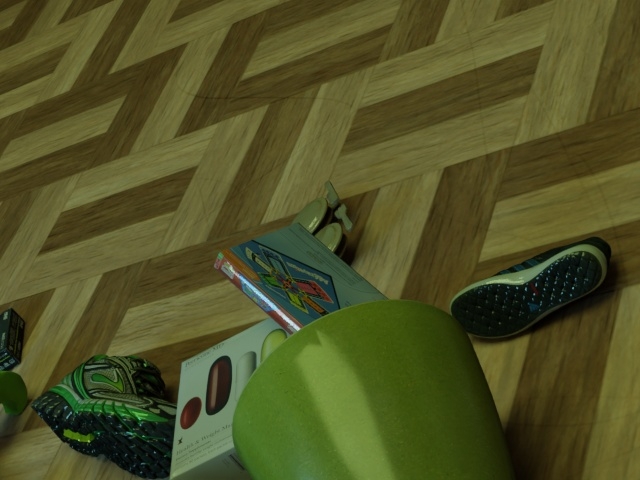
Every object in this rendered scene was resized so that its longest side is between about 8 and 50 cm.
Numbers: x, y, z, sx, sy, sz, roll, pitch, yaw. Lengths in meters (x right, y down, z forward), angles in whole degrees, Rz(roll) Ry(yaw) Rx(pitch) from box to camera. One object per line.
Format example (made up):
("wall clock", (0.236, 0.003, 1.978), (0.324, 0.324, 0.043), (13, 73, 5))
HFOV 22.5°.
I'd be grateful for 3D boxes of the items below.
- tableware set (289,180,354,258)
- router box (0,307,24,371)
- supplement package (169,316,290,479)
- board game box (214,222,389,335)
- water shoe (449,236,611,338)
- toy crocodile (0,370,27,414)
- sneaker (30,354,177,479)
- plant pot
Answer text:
("tableware set", (0.000, 0.000, 2.244), (0.128, 0.039, 0.194), (-47, 22, 10))
("router box", (-0.528, 0.175, 2.598), (0.092, 0.038, 0.122), (-32, 30, 12))
("supplement package", (-0.053, 0.214, 1.885), (0.194, 0.149, 0.203), (-28, 31, 18))
("board game box", (0.022, 0.087, 1.867), (0.145, 0.281, 0.027), (-20, -37, -48))
("water shoe", (0.248, 0.057, 1.868), (0.203, 0.073, 0.080), (-22, 7, 29))
("toy crocodile", (-0.555, 0.275, 2.316), (0.115, 0.105, 0.340), (-8, 20, 31))
("sneaker", (-0.260, 0.213, 2.141), (0.146, 0.134, 0.344), (-50, 30, -20))
("plant pot", (0.086, 0.255, 1.593), (0.275, 0.275, 0.293), (-36, 44, 6))
